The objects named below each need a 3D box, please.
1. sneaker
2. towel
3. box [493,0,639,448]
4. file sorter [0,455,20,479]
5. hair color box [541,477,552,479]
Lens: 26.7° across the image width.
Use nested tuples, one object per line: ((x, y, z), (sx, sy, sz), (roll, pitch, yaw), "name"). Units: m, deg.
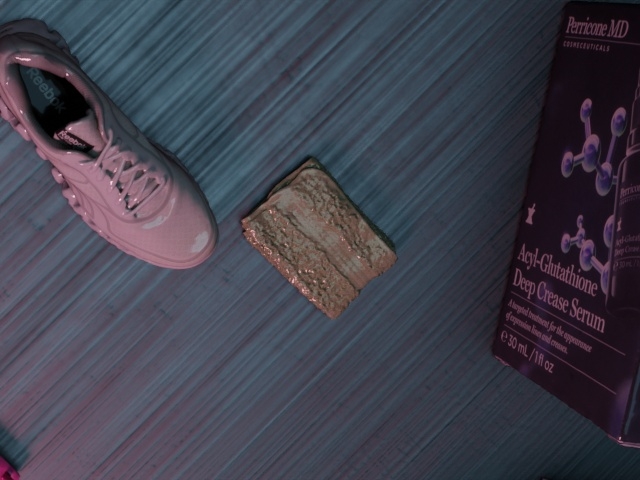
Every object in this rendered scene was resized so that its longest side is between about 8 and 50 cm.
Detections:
((-0.203, -0.077, 1.249), (0.110, 0.118, 0.292), (-45, 110, -5), "sneaker")
((0.000, 0.000, 1.366), (0.110, 0.027, 0.148), (-44, 108, -3), "towel")
((0.354, -0.021, 1.320), (0.212, 0.293, 0.395), (9, 98, -17), "box")
((-0.416, 0.197, 1.185), (0.202, 0.182, 0.290), (-46, 109, -18), "file sorter")
((0.411, 0.363, 1.469), (0.339, 0.185, 0.110), (12, 97, -18), "hair color box")
